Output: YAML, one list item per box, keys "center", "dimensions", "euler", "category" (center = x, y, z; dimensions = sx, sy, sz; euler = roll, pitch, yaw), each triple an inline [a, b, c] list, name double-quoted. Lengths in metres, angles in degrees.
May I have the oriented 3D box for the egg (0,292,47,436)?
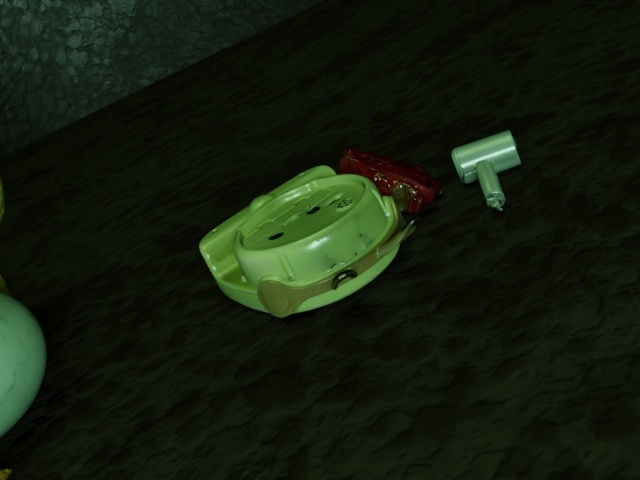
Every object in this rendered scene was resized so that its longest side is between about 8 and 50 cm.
- center: [-0.342, 0.123, 0.764]
  dimensions: [0.192, 0.149, 0.149]
  euler: [-29, 22, -19]
  category: "egg"

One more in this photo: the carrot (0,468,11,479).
- center: [-0.314, 0.238, 0.629]
  dimensions: [0.048, 0.048, 0.216]
  euler: [-8, 22, 36]
  category: "carrot"

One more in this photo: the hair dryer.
- center: [0.165, -0.062, 0.813]
  dimensions: [0.063, 0.038, 0.124]
  euler: [-20, 28, 12]
  category: "hair dryer"

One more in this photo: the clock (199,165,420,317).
- center: [0.000, 0.000, 0.792]
  dimensions: [0.170, 0.069, 0.232]
  euler: [-34, 24, -21]
  category: "clock"

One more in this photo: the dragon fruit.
- center: [0.066, -0.065, 0.879]
  dimensions: [0.097, 0.063, 0.131]
  euler: [-25, 22, 0]
  category: "dragon fruit"

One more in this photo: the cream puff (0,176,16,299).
- center: [-0.454, 0.049, 0.884]
  dimensions: [0.323, 0.269, 0.274]
  euler: [-33, 4, 0]
  category: "cream puff"
